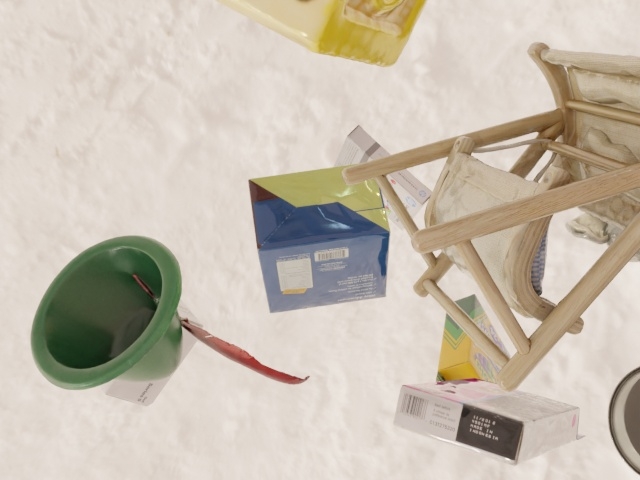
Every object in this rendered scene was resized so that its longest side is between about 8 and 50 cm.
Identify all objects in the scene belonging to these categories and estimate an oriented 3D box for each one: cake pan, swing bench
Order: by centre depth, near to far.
[{"bbox_3d":[0.187,-0.042,0.728,0.255,0.253,0.165,-34,109,0],"label":"swing bench"},{"bbox_3d":[0.822,0.424,1.900,0.293,0.054,0.293,0,73,-1],"label":"cake pan"}]

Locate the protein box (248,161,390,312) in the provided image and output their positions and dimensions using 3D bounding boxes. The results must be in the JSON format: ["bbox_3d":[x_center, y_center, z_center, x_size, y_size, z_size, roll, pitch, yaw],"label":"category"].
[{"bbox_3d":[0.000,0.000,1.297,0.200,0.201,0.136,-8,58,-3],"label":"protein box"}]

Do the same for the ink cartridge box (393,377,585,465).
[{"bbox_3d":[0.266,0.257,1.202,0.176,0.371,0.069,12,88,32],"label":"ink cartridge box"}]

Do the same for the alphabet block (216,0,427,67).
[{"bbox_3d":[-0.013,-0.260,0.611,0.197,0.193,0.192,32,110,15],"label":"alphabet block"}]

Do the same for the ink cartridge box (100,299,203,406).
[{"bbox_3d":[-0.402,0.172,1.704,0.289,0.121,0.211,38,96,44],"label":"ink cartridge box"}]

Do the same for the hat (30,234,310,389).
[{"bbox_3d":[-0.170,0.118,0.859,0.173,0.183,0.208,-48,47,-11],"label":"hat"}]

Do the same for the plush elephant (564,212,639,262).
[{"bbox_3d":[0.670,-0.070,1.717,0.272,0.330,0.255,15,38,2],"label":"plush elephant"}]

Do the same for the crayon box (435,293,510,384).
[{"bbox_3d":[0.361,0.299,1.897,0.083,0.323,0.203,-23,112,26],"label":"crayon box"}]

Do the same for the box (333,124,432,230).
[{"bbox_3d":[0.114,-0.114,1.534,0.186,0.145,0.038,42,70,5],"label":"box"}]
